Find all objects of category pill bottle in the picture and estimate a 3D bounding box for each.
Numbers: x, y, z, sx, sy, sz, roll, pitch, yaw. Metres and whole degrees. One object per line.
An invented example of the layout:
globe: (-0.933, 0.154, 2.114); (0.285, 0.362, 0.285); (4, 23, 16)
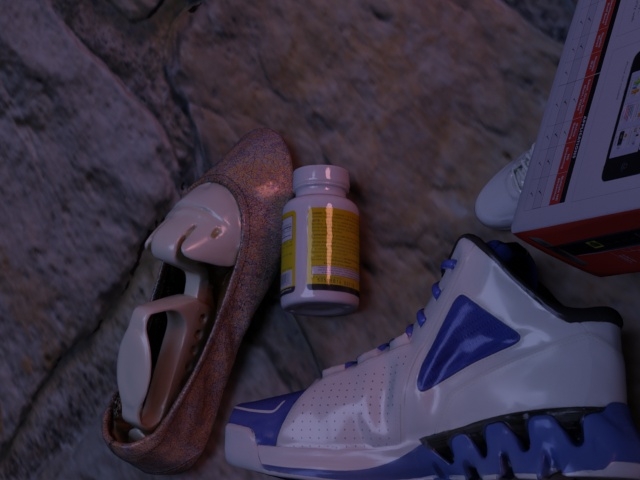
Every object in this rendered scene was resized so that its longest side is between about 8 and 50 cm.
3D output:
pill bottle: (0.000, 0.000, 1.214); (0.065, 0.065, 0.116); (-10, 72, 37)

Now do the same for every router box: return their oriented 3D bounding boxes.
router box: (0.271, -0.155, 0.908); (0.301, 0.082, 0.335); (-12, 57, 64)

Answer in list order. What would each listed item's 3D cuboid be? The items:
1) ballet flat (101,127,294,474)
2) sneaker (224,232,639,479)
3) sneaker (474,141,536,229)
ballet flat: (-0.107, 0.047, 1.262); (0.107, 0.106, 0.316); (13, 86, 41)
sneaker: (0.093, 0.094, 1.087); (0.315, 0.127, 0.182); (-7, 70, 31)
sneaker: (0.169, -0.058, 1.096); (0.152, 0.061, 0.053); (-32, 62, 30)
